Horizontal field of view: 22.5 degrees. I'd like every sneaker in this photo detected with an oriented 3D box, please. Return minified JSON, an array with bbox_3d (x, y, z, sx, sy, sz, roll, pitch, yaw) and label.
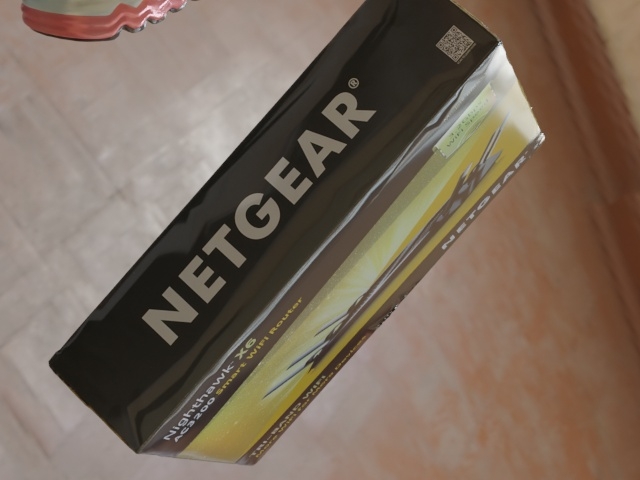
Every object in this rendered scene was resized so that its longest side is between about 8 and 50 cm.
[{"bbox_3d":[-0.098,-0.263,1.269,0.314,0.116,0.136,-26,125,-30],"label":"sneaker"}]

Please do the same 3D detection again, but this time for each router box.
[{"bbox_3d":[0.000,0.000,1.001,0.081,0.309,0.243,42,3,17],"label":"router box"}]
